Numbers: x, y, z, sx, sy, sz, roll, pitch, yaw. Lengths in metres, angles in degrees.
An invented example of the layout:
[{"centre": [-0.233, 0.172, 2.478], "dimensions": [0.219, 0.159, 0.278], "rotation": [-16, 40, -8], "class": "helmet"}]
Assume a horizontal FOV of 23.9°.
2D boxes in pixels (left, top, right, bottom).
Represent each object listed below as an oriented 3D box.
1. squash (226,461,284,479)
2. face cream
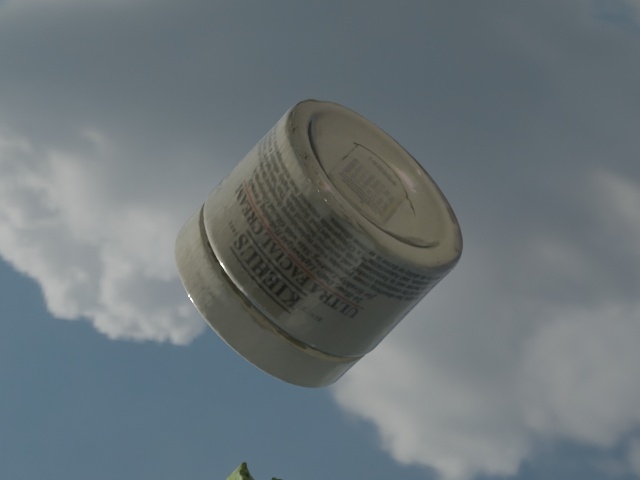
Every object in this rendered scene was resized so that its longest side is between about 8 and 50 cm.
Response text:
[{"centre": [0.095, 0.244, 0.801], "dimensions": [0.370, 0.118, 0.118], "rotation": [33, -146, -6], "class": "squash"}, {"centre": [0.000, 0.000, 1.164], "dimensions": [0.177, 0.153, 0.177], "rotation": [33, -153, -20], "class": "face cream"}]
